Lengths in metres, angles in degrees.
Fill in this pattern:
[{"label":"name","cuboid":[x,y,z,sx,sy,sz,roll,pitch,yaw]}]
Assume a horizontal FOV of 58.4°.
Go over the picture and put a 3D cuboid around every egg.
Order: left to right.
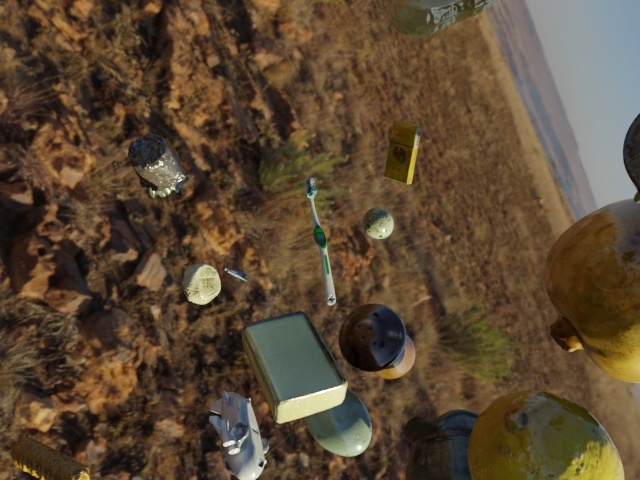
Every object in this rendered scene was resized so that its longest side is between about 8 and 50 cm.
[{"label":"egg","cuboid":[0.045,0.497,1.608,0.236,0.169,0.169,45,12,29]},{"label":"egg","cuboid":[0.163,-0.047,1.599,0.110,0.085,0.085,30,46,-58]}]

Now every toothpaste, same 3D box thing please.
[{"label":"toothpaste","cuboid":[-0.276,0.109,1.874,0.083,0.019,0.027,26,47,-19]}]

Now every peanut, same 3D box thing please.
[{"label":"peanut","cuboid":[0.296,-0.555,1.251,0.147,0.306,0.147,51,29,-43]}]

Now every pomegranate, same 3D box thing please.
[{"label":"pomegranate","cuboid":[0.687,0.122,1.257,0.416,0.417,0.416,44,35,-43]}]

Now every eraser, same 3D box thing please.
[{"label":"eraser","cuboid":[-0.045,0.194,0.906,0.172,0.117,0.058,-126,-149,-46]}]

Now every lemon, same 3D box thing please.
[{"label":"lemon","cuboid":[0.356,0.363,0.915,0.263,0.236,0.236,50,27,-5]}]

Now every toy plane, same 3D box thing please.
[{"label":"toy plane","cuboid":[-0.217,0.511,1.506,0.252,0.118,0.252,62,2,-4]}]

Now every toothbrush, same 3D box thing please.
[{"label":"toothbrush","cuboid":[-0.001,0.001,1.326,0.030,0.030,0.303,10,68,-62]}]

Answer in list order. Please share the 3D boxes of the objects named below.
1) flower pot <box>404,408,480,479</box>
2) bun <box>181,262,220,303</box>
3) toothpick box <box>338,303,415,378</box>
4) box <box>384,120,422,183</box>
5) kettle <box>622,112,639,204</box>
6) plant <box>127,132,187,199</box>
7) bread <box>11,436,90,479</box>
[{"label":"flower pot","cuboid":[0.357,0.580,1.485,0.302,0.302,0.213,42,40,-46]},{"label":"bun","cuboid":[-0.320,0.115,1.514,0.115,0.069,0.115,34,49,-50]},{"label":"toothpick box","cuboid":[0.171,0.301,1.650,0.294,0.192,0.192,49,31,-58]},{"label":"box","cuboid":[0.217,-0.235,1.520,0.023,0.087,0.155,-10,115,-44]},{"label":"kettle","cuboid":[0.518,-0.113,0.767,0.232,0.202,0.144,9,54,-58]},{"label":"plant","cuboid":[-0.456,-0.208,1.610,0.194,0.129,0.132,83,-15,-66]},{"label":"bread","cuboid":[-0.441,0.369,0.935,0.044,0.157,0.052,20,86,-68]}]
